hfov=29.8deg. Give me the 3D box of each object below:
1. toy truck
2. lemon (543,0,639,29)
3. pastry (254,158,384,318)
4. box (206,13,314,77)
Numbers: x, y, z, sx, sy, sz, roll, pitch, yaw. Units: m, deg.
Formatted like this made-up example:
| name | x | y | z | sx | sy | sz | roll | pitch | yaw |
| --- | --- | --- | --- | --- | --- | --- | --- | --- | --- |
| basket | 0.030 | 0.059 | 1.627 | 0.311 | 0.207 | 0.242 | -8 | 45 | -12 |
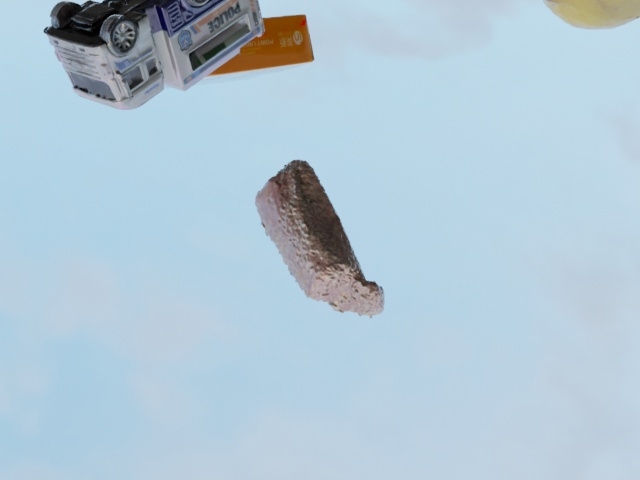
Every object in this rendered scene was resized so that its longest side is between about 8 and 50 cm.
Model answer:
| name | x | y | z | sx | sy | sz | roll | pitch | yaw |
| --- | --- | --- | --- | --- | --- | --- | --- | --- | --- |
| toy truck | -0.201 | -0.262 | 1.504 | 0.124 | 0.155 | 0.268 | 21 | -131 | 36 |
| lemon | 0.473 | -0.478 | 1.964 | 0.260 | 0.260 | 0.284 | 33 | -135 | 20 |
| pastry | -0.008 | 0.006 | 1.765 | 0.112 | 0.103 | 0.265 | -22 | -112 | -38 |
| box | -0.178 | -0.306 | 1.981 | 0.221 | 0.091 | 0.274 | -3 | -172 | 42 |
